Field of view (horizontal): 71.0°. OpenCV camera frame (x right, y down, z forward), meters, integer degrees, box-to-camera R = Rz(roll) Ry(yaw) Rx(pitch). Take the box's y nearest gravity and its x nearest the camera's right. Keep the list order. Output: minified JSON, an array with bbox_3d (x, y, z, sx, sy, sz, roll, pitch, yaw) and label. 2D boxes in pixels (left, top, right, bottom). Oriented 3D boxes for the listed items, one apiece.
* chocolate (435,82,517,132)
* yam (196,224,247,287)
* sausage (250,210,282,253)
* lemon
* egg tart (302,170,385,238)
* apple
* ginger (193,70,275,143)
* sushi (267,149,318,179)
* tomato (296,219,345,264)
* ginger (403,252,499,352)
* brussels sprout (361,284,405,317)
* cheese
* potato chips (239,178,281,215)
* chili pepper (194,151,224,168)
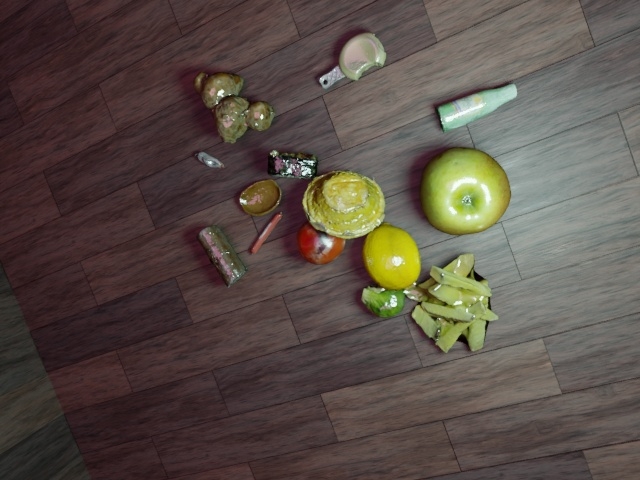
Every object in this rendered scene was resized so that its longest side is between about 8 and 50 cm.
[{"bbox_3d":[0.593,-0.514,1.709,0.291,0.110,0.110,-20,93,15],"label":"chocolate"},{"bbox_3d":[-0.448,0.068,2.060,0.131,0.131,0.280,-33,88,17],"label":"yam"},{"bbox_3d":[-0.245,-0.034,2.036,0.034,0.034,0.253,40,106,6],"label":"sausage"},{"bbox_3d":[0.285,0.070,1.808,0.236,0.236,0.263,-41,49,17],"label":"lemon"},{"bbox_3d":[0.096,-0.165,1.804,0.341,0.132,0.341,1,66,-2],"label":"egg tart"},{"bbox_3d":[0.534,-0.180,1.665,0.338,0.305,0.339,2,98,13],"label":"apple"},{"bbox_3d":[-0.390,-0.587,1.927,0.256,0.176,0.375,-42,84,-1],"label":"ginger"},{"bbox_3d":[-0.118,-0.321,1.913,0.212,0.147,0.115,3,93,-3],"label":"sushi"},{"bbox_3d":[0.000,0.000,1.897,0.208,0.184,0.208,3,101,15],"label":"tomato"},{"bbox_3d":[0.512,0.273,1.794,0.358,0.211,0.413,-12,96,18],"label":"ginger"},{"bbox_3d":[0.265,0.255,1.893,0.183,0.131,0.145,-11,90,13],"label":"brussels sprout"},{"bbox_3d":[0.121,-0.709,1.814,0.286,0.082,0.163,-33,89,19],"label":"cheese"},{"bbox_3d":[-0.262,-0.189,2.008,0.201,0.049,0.150,-30,86,19],"label":"potato chips"},{"bbox_3d":[-0.509,-0.366,2.052,0.153,0.041,0.050,30,147,8],"label":"chili pepper"}]
